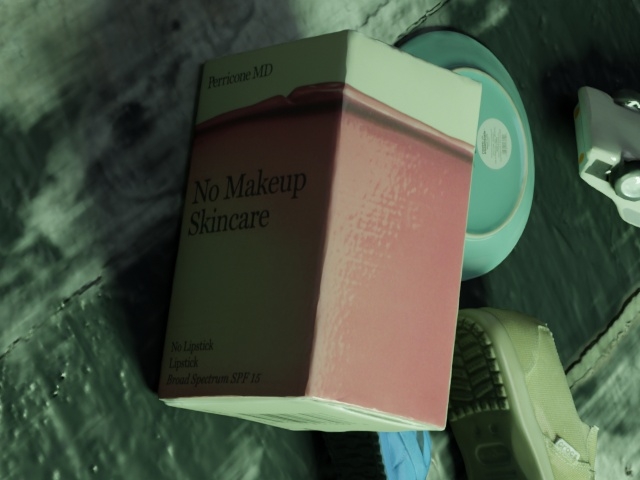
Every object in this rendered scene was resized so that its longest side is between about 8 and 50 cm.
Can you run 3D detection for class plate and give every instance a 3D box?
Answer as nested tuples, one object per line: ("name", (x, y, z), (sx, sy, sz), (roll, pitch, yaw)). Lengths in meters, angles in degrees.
("plate", (0.105, -0.064, 1.384), (0.188, 0.024, 0.188), (5, 82, -43))

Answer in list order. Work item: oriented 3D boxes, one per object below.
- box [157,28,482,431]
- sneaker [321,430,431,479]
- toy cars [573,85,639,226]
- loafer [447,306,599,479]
("box", (0.000, 0.000, 1.190), (0.126, 0.148, 0.232), (17, 74, -41))
("sneaker", (0.052, 0.176, 1.281), (0.082, 0.069, 0.209), (-9, 93, -48))
("toy cars", (0.348, -0.067, 1.568), (0.393, 0.087, 0.176), (-16, 60, -42))
("loafer", (0.162, 0.171, 1.364), (0.092, 0.102, 0.269), (-19, 99, -37))
